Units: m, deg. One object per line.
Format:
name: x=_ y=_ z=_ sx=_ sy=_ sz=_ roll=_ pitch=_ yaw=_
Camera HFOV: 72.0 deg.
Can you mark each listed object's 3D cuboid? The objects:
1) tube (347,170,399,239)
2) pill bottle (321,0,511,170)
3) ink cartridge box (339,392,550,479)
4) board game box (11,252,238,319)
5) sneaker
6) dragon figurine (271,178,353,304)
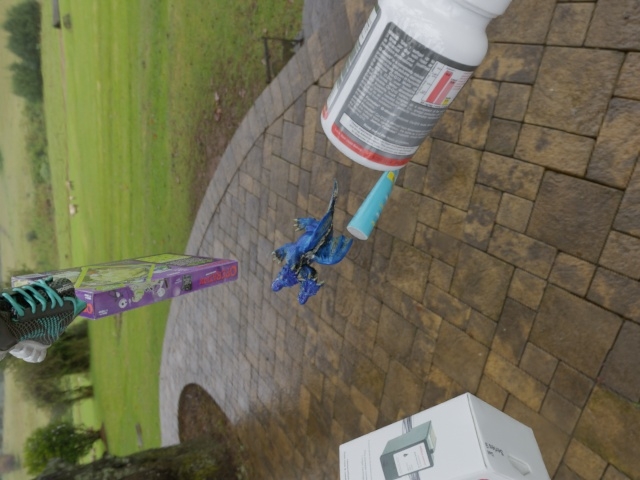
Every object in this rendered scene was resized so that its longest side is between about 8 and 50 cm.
tube: x=0.132 y=-0.100 z=1.004 sx=0.052 sy=0.207 sz=0.080 roll=29 pitch=165 yaw=11
pill bottle: x=0.164 y=-0.322 z=0.799 sx=0.210 sy=0.210 sz=0.363 roll=60 pitch=138 yaw=27
ink cartridge box: x=0.208 y=0.396 z=0.761 sx=0.289 sy=0.211 sz=0.121 roll=-37 pitch=34 yaw=30
board game box: x=-0.343 y=0.072 z=0.835 sx=0.208 sy=0.347 sz=0.056 roll=0 pitch=95 yaw=27
sneaker: x=-0.249 y=0.056 z=0.372 sx=0.065 sy=0.076 sz=0.166 roll=46 pitch=159 yaw=-1
dragon figurine: x=0.000 y=0.000 z=0.828 sx=0.085 sy=0.289 sz=0.144 roll=50 pitch=153 yaw=-23
